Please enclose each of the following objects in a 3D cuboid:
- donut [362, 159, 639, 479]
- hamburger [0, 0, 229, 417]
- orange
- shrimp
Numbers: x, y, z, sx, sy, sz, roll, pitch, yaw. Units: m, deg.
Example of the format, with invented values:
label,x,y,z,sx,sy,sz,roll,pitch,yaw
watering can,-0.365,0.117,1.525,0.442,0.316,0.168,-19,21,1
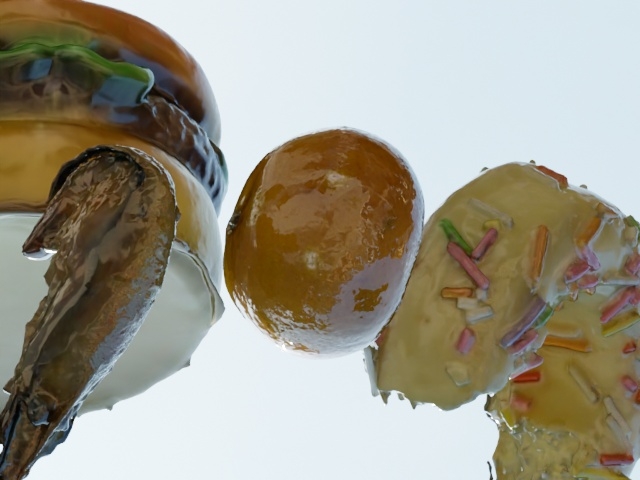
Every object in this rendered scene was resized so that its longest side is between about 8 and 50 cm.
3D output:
label,x,y,z,sx,sy,sz,roll,pitch,yaw
donut,0.203,0.093,1.811,0.150,0.371,0.307,8,-120,39
hamburger,-0.275,-0.036,1.744,0.395,0.395,0.277,-27,-128,30
orange,0.000,0.000,1.288,0.156,0.124,0.156,-165,-90,-88
shrimp,-0.165,0.064,1.236,0.262,0.066,0.117,-59,-142,3
